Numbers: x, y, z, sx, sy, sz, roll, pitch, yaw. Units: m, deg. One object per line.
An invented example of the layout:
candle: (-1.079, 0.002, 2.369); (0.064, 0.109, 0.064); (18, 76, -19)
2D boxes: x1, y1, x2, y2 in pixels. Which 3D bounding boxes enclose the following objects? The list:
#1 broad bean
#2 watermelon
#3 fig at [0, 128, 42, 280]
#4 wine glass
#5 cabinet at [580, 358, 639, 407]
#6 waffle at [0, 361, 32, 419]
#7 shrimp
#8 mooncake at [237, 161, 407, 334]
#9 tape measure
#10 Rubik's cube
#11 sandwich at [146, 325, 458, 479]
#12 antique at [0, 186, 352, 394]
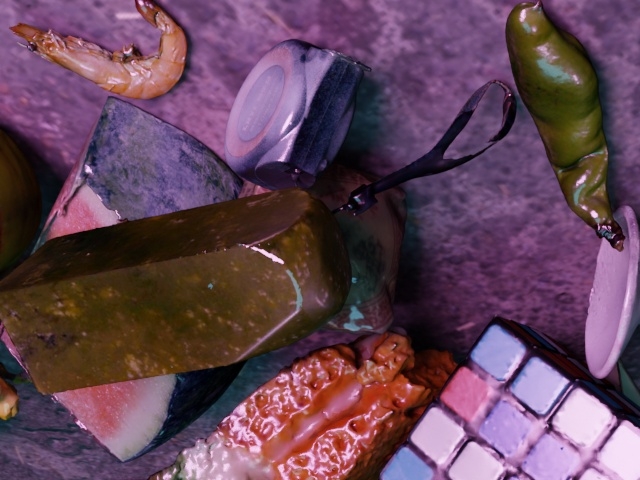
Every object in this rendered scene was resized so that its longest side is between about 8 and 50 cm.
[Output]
broad bean: (0.163, -0.080, 0.665); (0.046, 0.061, 0.195); (-28, 120, 0)
watermelon: (-0.159, 0.049, 0.789); (0.226, 0.148, 0.318); (4, 137, 13)
fig: (-0.309, -0.070, 0.708); (0.151, 0.151, 0.259); (-35, 93, 36)
wine glass: (0.302, 0.052, 0.726); (0.196, 0.165, 0.165); (9, 139, 2)
cabinet: (0.204, 0.222, 0.933); (0.206, 0.145, 0.150); (-18, 133, 24)
waffle: (-0.375, 0.075, 0.822); (0.280, 0.060, 0.262); (9, 158, 47)
shrimp: (-0.141, -0.135, 0.660); (0.114, 0.023, 0.083); (18, 134, -22)
mooncake: (0.000, 0.000, 0.720); (0.129, 0.125, 0.073); (14, 172, -19)
tape measure: (0.031, -0.070, 0.671); (0.179, 0.107, 0.104); (6, 101, -26)
Rubik's cube: (0.165, 0.168, 0.764); (0.154, 0.151, 0.155); (-55, 152, 8)
sandwich: (0.022, 0.157, 0.808); (0.212, 0.109, 0.292); (-45, 160, 13)
antique: (-0.087, 0.031, 0.624); (0.220, 0.081, 0.080); (-10, 114, 26)
